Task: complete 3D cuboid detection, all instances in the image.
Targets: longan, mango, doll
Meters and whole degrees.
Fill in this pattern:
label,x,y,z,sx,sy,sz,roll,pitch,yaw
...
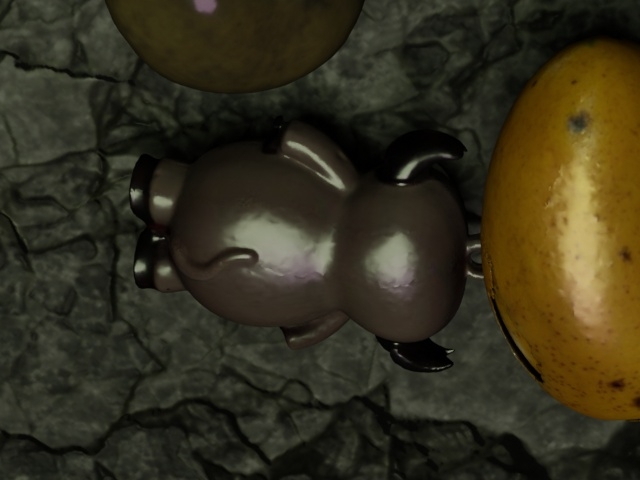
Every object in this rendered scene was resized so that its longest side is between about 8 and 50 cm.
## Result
label,x,y,z,sx,sy,sz,roll,pitch,yaw
longan,-0.057,-0.176,1.226,0.167,0.187,0.167,0,90,26
mango,0.196,0.001,1.261,0.191,0.160,0.290,-34,122,-19
doll,-0.002,0.001,1.335,0.257,0.117,0.182,2,116,6
